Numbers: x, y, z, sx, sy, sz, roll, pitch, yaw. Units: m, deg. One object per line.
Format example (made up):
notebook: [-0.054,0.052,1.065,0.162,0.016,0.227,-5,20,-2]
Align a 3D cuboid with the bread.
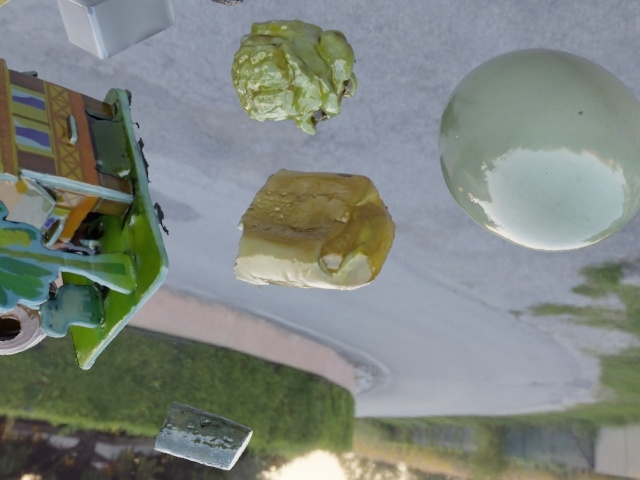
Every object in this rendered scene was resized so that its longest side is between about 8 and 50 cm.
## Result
bread: [0.000,0.000,1.646,0.394,0.361,0.250,7,146,32]

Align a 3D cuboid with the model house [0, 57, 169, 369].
model house: [-0.386,-0.035,0.708,0.312,0.358,0.242,10,136,-43]

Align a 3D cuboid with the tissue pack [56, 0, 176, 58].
tissue pack: [-0.517,-0.594,1.541,0.159,0.246,0.136,31,145,26]

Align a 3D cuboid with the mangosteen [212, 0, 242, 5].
mangosteen: [-0.263,-0.769,1.705,0.209,0.210,0.210,6,163,2]

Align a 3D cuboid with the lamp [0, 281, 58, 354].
lamp: [-0.430,0.089,0.832,0.136,0.137,0.136,6,163,2]

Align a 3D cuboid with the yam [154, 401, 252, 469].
yam: [-0.253,0.434,1.332,0.194,0.107,0.107,19,162,-3]

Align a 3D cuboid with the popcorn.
popcorn: [-0.056,-0.307,1.127,0.254,0.195,0.256,19,-157,19]

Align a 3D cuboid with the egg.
egg: [0.249,-0.104,0.692,0.218,0.269,0.219,-7,131,-8]

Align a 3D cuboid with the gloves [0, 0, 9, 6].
gloves: [-0.869,-0.723,1.652,0.133,0.294,0.116,43,-176,-35]
